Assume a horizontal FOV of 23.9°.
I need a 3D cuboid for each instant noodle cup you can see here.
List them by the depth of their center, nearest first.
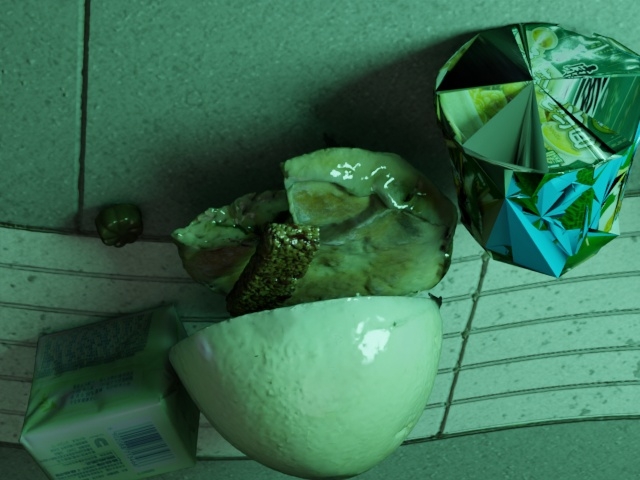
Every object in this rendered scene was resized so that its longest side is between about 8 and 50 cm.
[{"bbox_3d":[0.239,-0.096,1.639,0.240,0.240,0.178,-4,138,4],"label":"instant noodle cup"}]

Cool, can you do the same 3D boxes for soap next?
[{"bbox_3d":[-0.258,0.200,1.906,0.199,0.182,0.138,-15,131,12],"label":"soap"}]

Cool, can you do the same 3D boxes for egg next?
[{"bbox_3d":[-0.001,0.184,1.802,0.337,0.201,0.337,-12,165,-3],"label":"egg"}]

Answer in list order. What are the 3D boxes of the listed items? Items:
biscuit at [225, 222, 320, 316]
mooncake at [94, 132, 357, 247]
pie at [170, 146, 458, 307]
[{"bbox_3d":[-0.055,0.037,1.717,0.064,0.034,0.199,7,151,-16],"label":"biscuit"},{"bbox_3d":[-0.100,-0.062,1.775,0.347,0.057,0.150,-26,149,30],"label":"mooncake"},{"bbox_3d":[0.000,0.000,1.768,0.338,0.075,0.337,-2,150,-1],"label":"pie"}]
